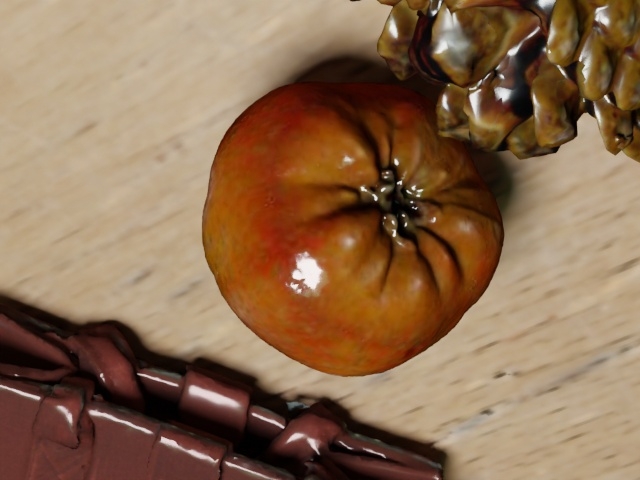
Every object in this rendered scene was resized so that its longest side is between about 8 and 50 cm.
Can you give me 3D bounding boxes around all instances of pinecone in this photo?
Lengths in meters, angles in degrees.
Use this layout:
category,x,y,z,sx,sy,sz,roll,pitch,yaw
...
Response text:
category,x,y,z,sx,sy,sz,roll,pitch,yaw
pinecone,0.077,-0.109,0.595,0.173,0.173,0.173,8,127,12

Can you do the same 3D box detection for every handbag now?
category,x,y,z,sx,sy,sz,roll,pitch,yaw
handbag,-0.086,0.179,0.895,0.260,0.084,0.275,19,128,4

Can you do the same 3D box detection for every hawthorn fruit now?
category,x,y,z,sx,sy,sz,roll,pitch,yaw
hawthorn fruit,0.010,-0.007,0.717,0.125,0.140,0.125,0,91,0
